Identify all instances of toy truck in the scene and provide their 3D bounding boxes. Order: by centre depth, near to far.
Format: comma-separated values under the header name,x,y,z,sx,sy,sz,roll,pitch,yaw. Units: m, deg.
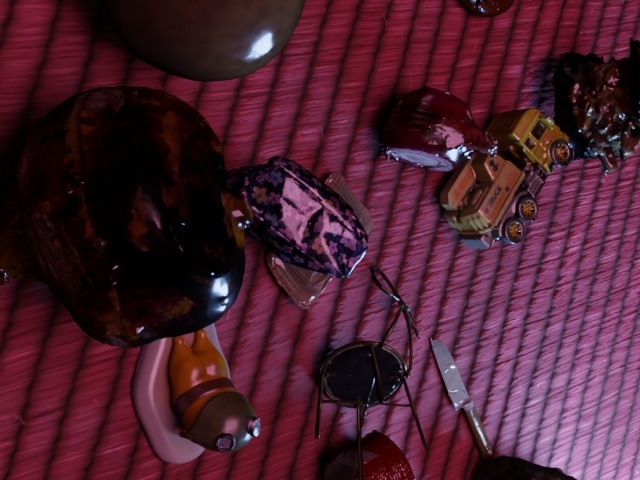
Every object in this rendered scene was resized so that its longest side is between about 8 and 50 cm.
name,x,y,z,sx,sy,sz,roll,pitch,yaw
toy truck,0.323,-0.120,2.058,0.157,0.124,0.272,43,69,-25

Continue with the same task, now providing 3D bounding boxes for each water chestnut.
name,x,y,z,sx,sy,sz,roll,pitch,yaw
water chestnut,-0.271,-0.022,1.454,0.335,0.347,0.335,-18,90,-74

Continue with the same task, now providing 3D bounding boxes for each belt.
name,x,y,z,sx,sy,sz,roll,pitch,yaw
belt,0.080,0.427,1.894,0.124,0.128,0.201,-28,113,-38

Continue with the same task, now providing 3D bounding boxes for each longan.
name,x,y,z,sx,sy,sz,roll,pitch,yaw
longan,-0.164,-0.380,1.497,0.288,0.288,0.350,-37,112,-33

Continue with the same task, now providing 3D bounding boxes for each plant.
name,x,y,z,sx,sy,sz,roll,pitch,yaw
plant,0.418,0.523,2.165,0.276,0.188,0.199,31,75,-39

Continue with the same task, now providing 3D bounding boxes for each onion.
name,x,y,z,sx,sy,sz,roll,pitch,yaw
onion,0.208,-0.189,1.897,0.173,0.198,0.135,16,77,-59

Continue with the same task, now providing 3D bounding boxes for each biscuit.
name,x,y,z,sx,sy,sz,roll,pitch,yaw
biscuit,0.296,-0.493,2.041,0.192,0.049,0.192,-12,106,-46

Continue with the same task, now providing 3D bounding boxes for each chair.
name,x,y,z,sx,sy,sz,roll,pitch,yaw
chair,0.080,0.216,1.871,0.160,0.170,0.325,48,21,-30

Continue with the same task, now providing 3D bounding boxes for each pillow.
name,x,y,z,sx,sy,sz,roll,pitch,yaw
pillow,0.001,0.002,1.840,0.211,0.034,0.135,-52,126,-23

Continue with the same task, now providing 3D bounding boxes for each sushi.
name,x,y,z,sx,sy,sz,roll,pitch,yaw
sushi,0.558,-0.258,2.159,0.225,0.219,0.238,-30,104,-55

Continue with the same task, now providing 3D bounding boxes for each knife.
name,x,y,z,sx,sy,sz,roll,pitch,yaw
knife,0.260,0.296,2.114,0.047,0.017,0.298,-37,118,-26

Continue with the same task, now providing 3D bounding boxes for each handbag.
name,x,y,z,sx,sy,sz,roll,pitch,yaw
handbag,-0.043,-0.036,1.678,0.229,0.208,0.127,37,83,-20

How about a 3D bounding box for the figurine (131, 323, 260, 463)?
name,x,y,z,sx,sy,sz,roll,pitch,yaw
figurine,-0.166,0.212,1.642,0.167,0.141,0.250,-16,105,-38
